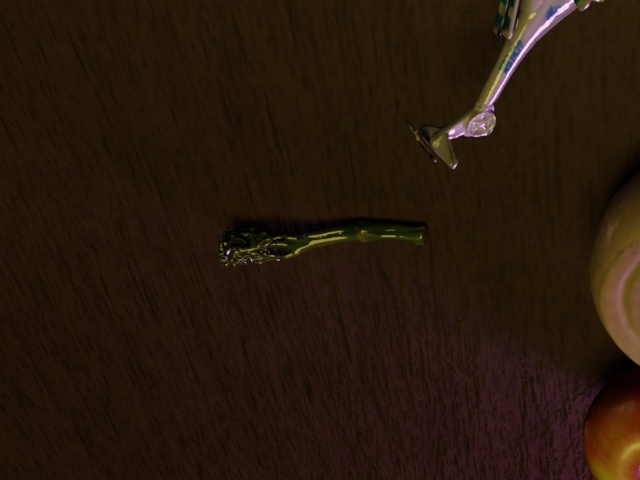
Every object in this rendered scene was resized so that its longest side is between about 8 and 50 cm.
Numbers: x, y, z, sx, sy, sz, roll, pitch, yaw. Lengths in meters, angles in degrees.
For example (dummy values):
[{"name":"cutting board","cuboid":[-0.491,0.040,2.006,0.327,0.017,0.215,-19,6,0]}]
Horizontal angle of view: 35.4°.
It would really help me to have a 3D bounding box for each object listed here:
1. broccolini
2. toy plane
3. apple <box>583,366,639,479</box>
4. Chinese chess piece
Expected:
[{"name":"broccolini","cuboid":[0.000,0.000,1.086,0.239,0.051,0.054,-5,123,20]},{"name":"toy plane","cuboid":[0.172,-0.173,0.751,0.107,0.182,0.273,5,108,-28]},{"name":"apple","cuboid":[0.358,0.204,1.050,0.163,0.139,0.163,10,122,17]},{"name":"Chinese chess piece","cuboid":[0.371,0.028,0.893,0.257,0.104,0.257,13,136,12]}]
